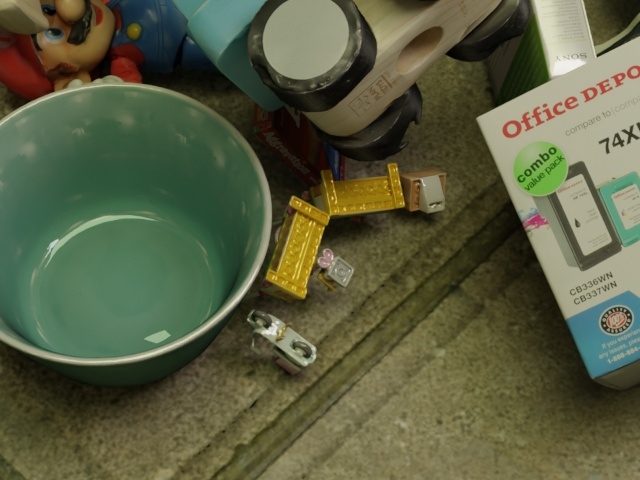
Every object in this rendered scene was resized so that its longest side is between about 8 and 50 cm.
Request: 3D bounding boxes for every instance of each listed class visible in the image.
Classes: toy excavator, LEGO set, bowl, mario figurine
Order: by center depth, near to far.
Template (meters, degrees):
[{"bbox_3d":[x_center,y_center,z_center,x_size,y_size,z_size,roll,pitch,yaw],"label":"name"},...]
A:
[{"bbox_3d":[-0.088,-0.266,1.671,0.433,0.222,0.445,-42,68,5],"label":"toy excavator"},{"bbox_3d":[-0.199,0.017,1.692,0.311,0.163,0.311,0,60,1],"label":"bowl"},{"bbox_3d":[0.000,0.000,1.774,0.132,0.107,0.287,49,58,-13],"label":"LEGO set"},{"bbox_3d":[-0.199,-0.231,1.842,0.320,0.170,0.198,-9,24,-16],"label":"mario figurine"}]

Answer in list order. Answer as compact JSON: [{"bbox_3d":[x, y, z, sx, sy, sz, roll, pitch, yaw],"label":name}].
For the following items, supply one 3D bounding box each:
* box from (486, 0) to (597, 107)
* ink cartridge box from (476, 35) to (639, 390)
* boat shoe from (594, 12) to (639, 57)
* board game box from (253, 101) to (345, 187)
[{"bbox_3d":[0.207,-0.269,1.809,0.058,0.232,0.322,-7,73,-6],"label":"box"},{"bbox_3d":[0.303,-0.023,1.650,0.198,0.197,0.270,-26,75,13],"label":"ink cartridge box"},{"bbox_3d":[0.337,-0.181,1.797,0.084,0.233,0.079,24,49,-35],"label":"boat shoe"},{"bbox_3d":[-0.018,-0.195,1.851,0.027,0.145,0.281,-17,54,27],"label":"board game box"}]
